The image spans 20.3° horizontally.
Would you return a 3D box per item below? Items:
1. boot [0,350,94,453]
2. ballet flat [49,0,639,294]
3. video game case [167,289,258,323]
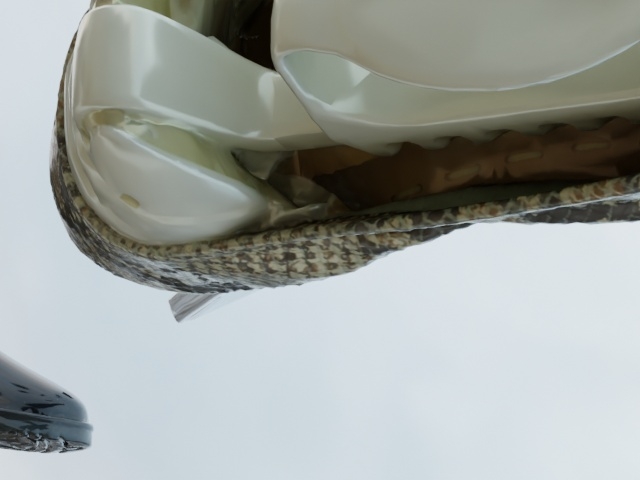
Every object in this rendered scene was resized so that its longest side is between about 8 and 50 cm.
[{"bbox_3d":[-0.281,0.048,1.381,0.094,0.246,0.207,104,-4,-75],"label":"boot"},{"bbox_3d":[0.023,-0.069,0.683,0.482,0.182,0.164,-6,-94,37],"label":"ballet flat"},{"bbox_3d":[0.000,0.000,1.202,0.023,0.193,0.212,66,-14,2],"label":"video game case"}]
